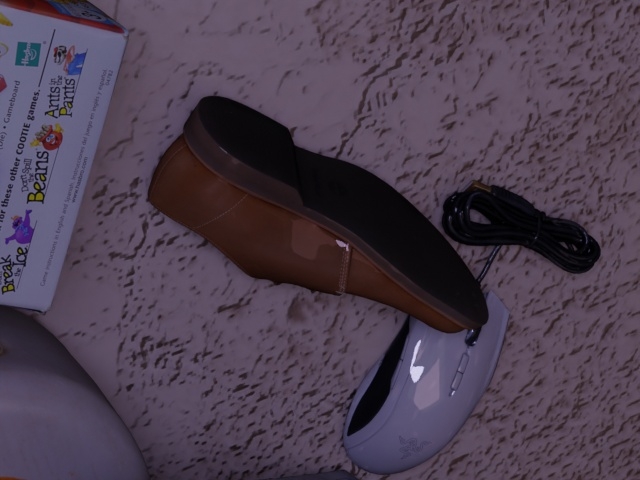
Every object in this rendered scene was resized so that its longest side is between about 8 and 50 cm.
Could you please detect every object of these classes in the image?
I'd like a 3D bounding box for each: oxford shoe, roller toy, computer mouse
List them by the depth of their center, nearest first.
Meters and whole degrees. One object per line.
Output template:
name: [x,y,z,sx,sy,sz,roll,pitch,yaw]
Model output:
roller toy: [-0.187,0.133,1.000,0.191,0.146,0.209,26,96,-32]
oxford shoe: [0.000,0.000,1.086,0.212,0.076,0.076,31,120,-20]
computer mouse: [0.083,0.062,1.162,0.106,0.042,0.193,25,97,-32]

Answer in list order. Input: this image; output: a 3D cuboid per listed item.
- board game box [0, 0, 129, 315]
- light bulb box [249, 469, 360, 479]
board game box: [-0.252,-0.075,0.890,0.275,0.142,0.144,11,104,-29]
light bulb box: [-0.044,0.326,1.001,0.358,0.225,0.361,-60,162,6]
